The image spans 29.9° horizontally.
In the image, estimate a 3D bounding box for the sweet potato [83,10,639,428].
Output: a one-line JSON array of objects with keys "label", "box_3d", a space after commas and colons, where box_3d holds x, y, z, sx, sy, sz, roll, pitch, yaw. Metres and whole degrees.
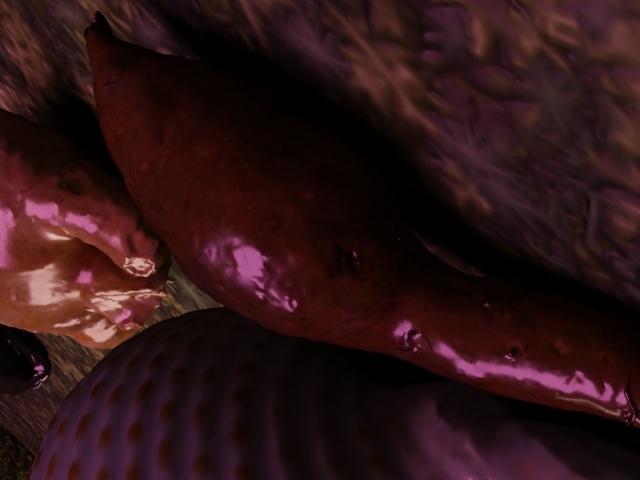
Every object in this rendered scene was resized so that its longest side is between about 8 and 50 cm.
[{"label": "sweet potato", "box_3d": [0.001, 0.003, 0.415, 0.269, 0.075, 0.075, 32, 156, 24]}]

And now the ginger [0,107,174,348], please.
[{"label": "ginger", "box_3d": [-0.159, 0.001, 0.686, 0.157, 0.102, 0.216, 20, 155, -6]}]

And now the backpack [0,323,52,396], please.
[{"label": "backpack", "box_3d": [-0.417, 0.007, 0.917, 0.445, 0.255, 0.363, 40, 171, -32]}]

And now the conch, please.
[{"label": "conch", "box_3d": [0.015, 0.172, 0.523, 0.303, 0.215, 0.319, 43, 163, -23]}]
